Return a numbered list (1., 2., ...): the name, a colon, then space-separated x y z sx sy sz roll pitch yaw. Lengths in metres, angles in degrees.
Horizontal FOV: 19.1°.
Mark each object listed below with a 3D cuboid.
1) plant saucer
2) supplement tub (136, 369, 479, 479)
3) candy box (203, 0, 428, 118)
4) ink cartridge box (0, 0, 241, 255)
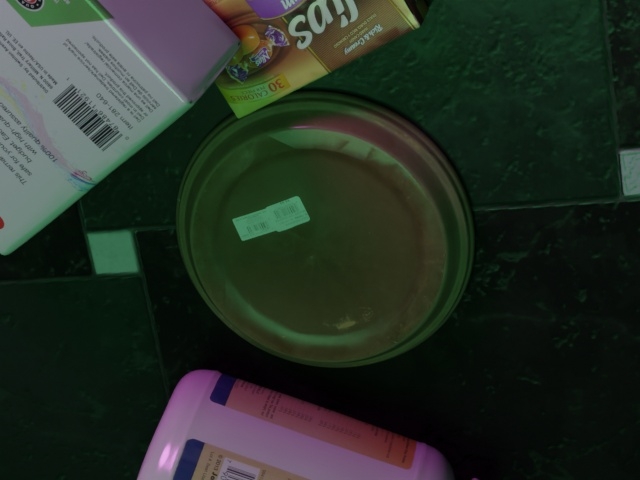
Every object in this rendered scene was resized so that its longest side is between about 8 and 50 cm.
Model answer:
1. plant saucer: 0.000 0.000 1.708 0.277 0.041 0.278 5 117 10
2. supplement tub: -0.011 0.269 1.735 0.316 0.228 0.228 19 118 2
3. candy box: -0.016 -0.193 1.607 0.186 0.053 0.109 -24 108 23
4. ink cartridge box: -0.239 -0.144 1.613 0.201 0.117 0.278 46 128 -11
